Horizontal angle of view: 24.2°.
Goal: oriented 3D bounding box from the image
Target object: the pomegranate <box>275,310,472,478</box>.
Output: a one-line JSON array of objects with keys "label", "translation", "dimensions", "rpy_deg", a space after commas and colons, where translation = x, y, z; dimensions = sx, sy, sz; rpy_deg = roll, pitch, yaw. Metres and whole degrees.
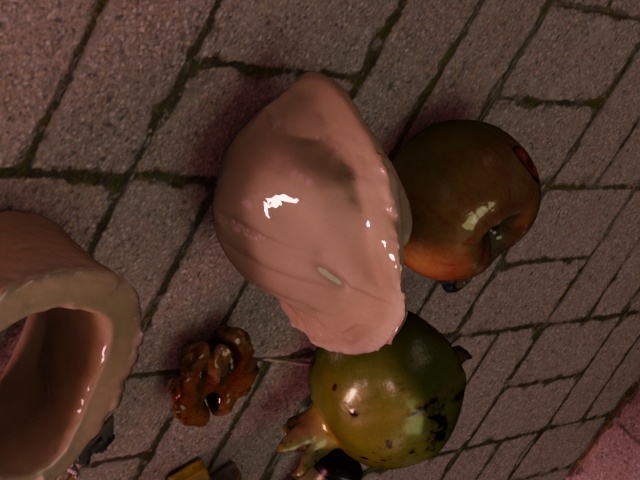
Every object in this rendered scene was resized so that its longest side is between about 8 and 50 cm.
[{"label": "pomegranate", "translation": [0.079, 0.255, 2.363], "dimensions": [0.341, 0.260, 0.260], "rpy_deg": [-38, 150, -8]}]

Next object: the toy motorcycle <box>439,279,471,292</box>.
[{"label": "toy motorcycle", "translation": [0.238, -0.005, 2.408], "dimensions": [0.152, 0.073, 0.225], "rpy_deg": [2, 126, -50]}]

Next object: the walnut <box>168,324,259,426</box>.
[{"label": "walnut", "translation": [-0.157, 0.188, 2.137], "dimensions": [0.143, 0.069, 0.170], "rpy_deg": [-24, 142, -33]}]

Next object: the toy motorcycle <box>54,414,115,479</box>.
[{"label": "toy motorcycle", "translation": [-0.337, 0.269, 1.955], "dimensions": [0.130, 0.094, 0.229], "rpy_deg": [-50, 174, -41]}]

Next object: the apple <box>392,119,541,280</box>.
[{"label": "apple", "translation": [0.200, -0.059, 2.169], "dimensions": [0.261, 0.194, 0.261], "rpy_deg": [-33, 151, -22]}]

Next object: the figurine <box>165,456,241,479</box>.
[{"label": "figurine", "translation": [-0.116, 0.477, 2.334], "dimensions": [0.308, 0.308, 0.143], "rpy_deg": [-5, 136, -50]}]

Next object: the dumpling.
[{"label": "dumpling", "translation": [0.000, 0.000, 1.859], "dimensions": [0.233, 0.315, 0.395], "rpy_deg": [-17, 149, -29]}]

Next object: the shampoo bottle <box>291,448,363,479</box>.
[{"label": "shampoo bottle", "translation": [-0.036, 0.488, 2.630], "dimensions": [0.101, 0.101, 0.284], "rpy_deg": [3, 125, -54]}]

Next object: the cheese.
[{"label": "cheese", "translation": [-0.368, 0.140, 1.690], "dimensions": [0.292, 0.153, 0.332], "rpy_deg": [-9, 125, -48]}]
